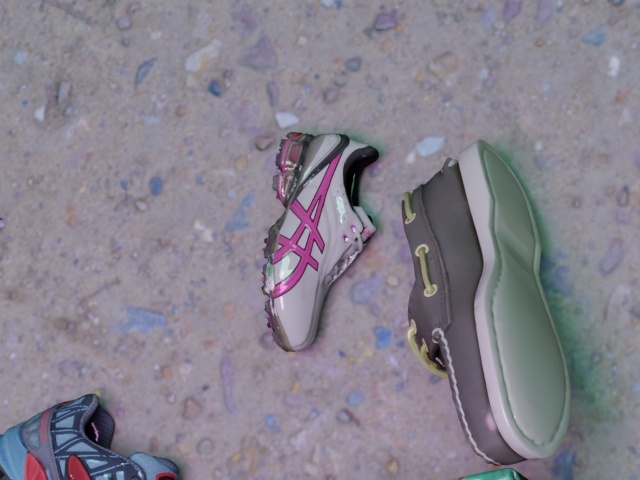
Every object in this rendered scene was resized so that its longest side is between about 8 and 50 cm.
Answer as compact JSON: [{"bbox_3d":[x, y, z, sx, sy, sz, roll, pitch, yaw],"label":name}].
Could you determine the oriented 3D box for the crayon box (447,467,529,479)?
[{"bbox_3d":[0.032,0.243,1.205,0.278,0.165,0.081,-15,72,12],"label":"crayon box"}]

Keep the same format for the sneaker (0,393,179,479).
[{"bbox_3d":[-0.159,0.222,1.291,0.125,0.104,0.262,-34,61,-10],"label":"sneaker"}]

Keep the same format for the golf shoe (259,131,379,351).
[{"bbox_3d":[0.000,0.000,1.330,0.086,0.067,0.186,4,77,15],"label":"golf shoe"}]

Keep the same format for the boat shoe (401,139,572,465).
[{"bbox_3d":[0.115,0.053,1.218,0.091,0.109,0.305,-30,37,24],"label":"boat shoe"}]
